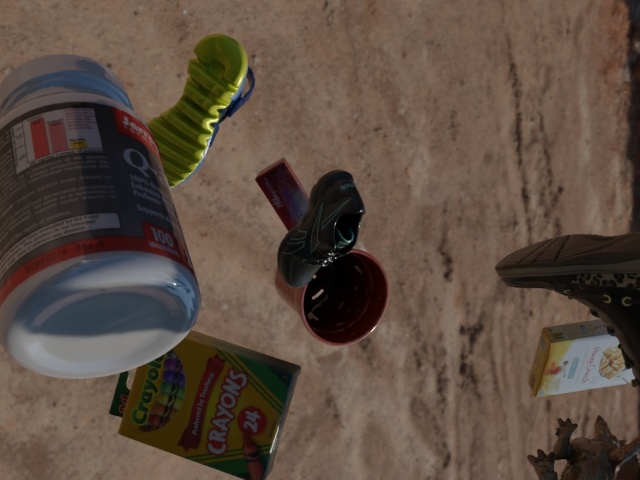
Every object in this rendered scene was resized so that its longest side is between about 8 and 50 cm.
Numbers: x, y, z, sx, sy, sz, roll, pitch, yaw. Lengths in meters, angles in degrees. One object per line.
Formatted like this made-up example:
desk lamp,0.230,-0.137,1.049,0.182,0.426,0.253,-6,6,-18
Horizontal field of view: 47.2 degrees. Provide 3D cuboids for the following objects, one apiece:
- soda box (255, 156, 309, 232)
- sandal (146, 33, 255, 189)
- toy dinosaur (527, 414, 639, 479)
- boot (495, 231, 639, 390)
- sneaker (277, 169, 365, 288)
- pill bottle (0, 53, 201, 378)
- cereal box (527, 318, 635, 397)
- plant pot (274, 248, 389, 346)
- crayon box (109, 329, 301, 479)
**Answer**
soda box,-0.054,-0.067,1.776,0.263,0.084,0.092,57,6,-12
sandal,-0.212,-0.216,1.300,0.317,0.126,0.138,-48,176,20
toy dinosaur,0.377,0.358,1.031,0.296,0.127,0.200,-42,135,-26
boot,0.314,0.085,0.794,0.085,0.237,0.178,-33,108,-41
sneaker,0.000,0.000,1.359,0.101,0.106,0.267,-5,134,-38
pill bottle,-0.281,-0.041,0.862,0.210,0.362,0.210,-16,145,-11
cereal box,0.539,0.224,1.433,0.047,0.240,0.172,-103,-172,-48
plant pot,0.010,0.130,2.078,0.273,0.265,0.272,-6,104,-25
crayon box,-0.215,0.271,1.278,0.081,0.319,0.202,-1,107,-81
